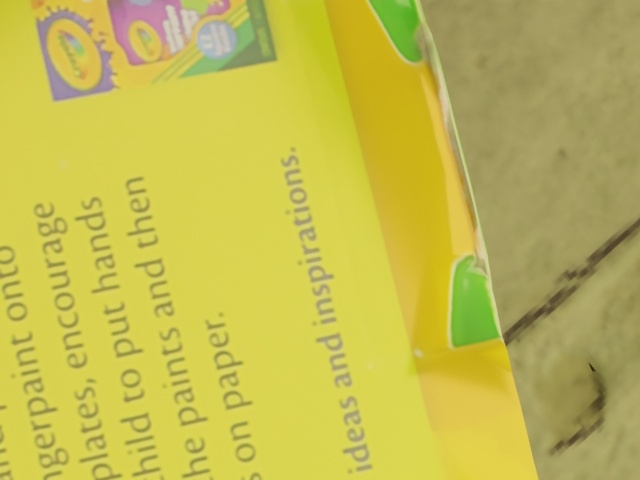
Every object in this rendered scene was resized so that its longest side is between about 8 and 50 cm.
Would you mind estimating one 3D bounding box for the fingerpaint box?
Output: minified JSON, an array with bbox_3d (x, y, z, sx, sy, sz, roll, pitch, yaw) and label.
[{"bbox_3d":[-0.152,0.030,0.477,0.371,0.163,0.445,-12,81,-11],"label":"fingerpaint box"}]
